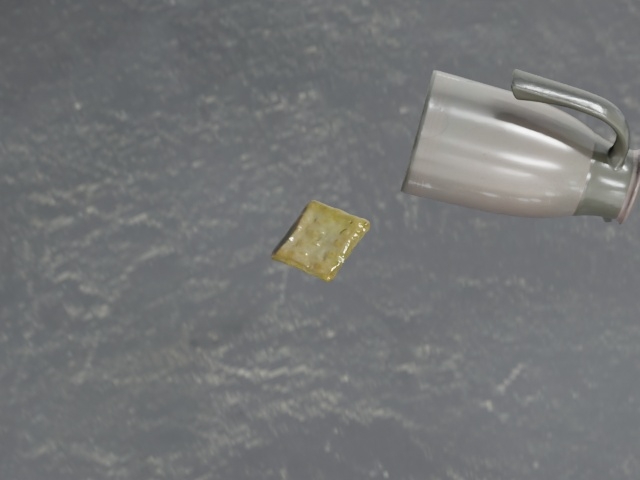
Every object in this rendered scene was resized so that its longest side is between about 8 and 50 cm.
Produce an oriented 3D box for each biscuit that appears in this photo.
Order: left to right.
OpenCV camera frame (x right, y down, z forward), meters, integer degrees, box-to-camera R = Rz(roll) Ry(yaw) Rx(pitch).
[{"bbox_3d":[0.000,0.000,1.571,0.081,0.018,0.083,20,62,31],"label":"biscuit"}]

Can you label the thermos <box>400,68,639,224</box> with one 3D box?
[{"bbox_3d":[0.173,-0.076,1.231,0.193,0.137,0.105,16,47,4],"label":"thermos"}]
